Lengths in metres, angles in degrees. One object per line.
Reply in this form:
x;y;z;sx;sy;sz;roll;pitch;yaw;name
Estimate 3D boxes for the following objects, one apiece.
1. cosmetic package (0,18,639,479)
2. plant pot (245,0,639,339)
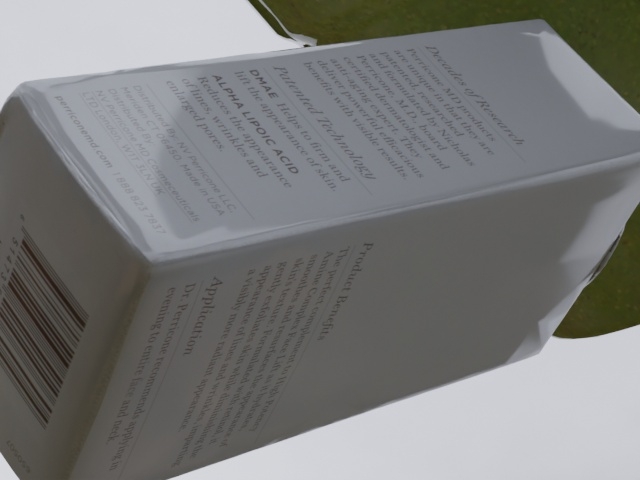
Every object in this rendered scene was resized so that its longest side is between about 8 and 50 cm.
0.000;0.000;0.517;0.085;0.231;0.117;50;-47;27;cosmetic package
0.119;-0.101;0.750;0.276;0.276;0.254;-20;-73;40;plant pot
